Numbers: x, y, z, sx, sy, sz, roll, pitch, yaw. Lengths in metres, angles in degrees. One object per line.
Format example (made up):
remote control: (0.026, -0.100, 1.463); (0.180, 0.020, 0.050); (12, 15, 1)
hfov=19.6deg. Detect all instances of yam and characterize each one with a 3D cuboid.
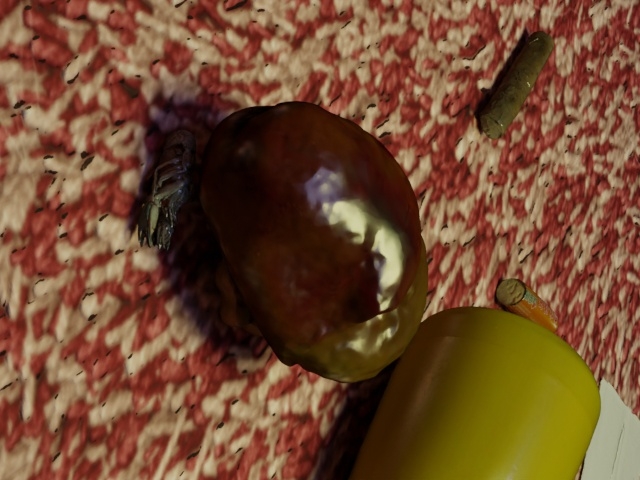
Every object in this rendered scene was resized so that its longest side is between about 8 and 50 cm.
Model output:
yam: (0.186, -0.148, 1.756); (0.145, 0.032, 0.032); (-57, 136, -41)

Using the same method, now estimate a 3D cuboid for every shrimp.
shrimp: (-0.104, -0.031, 1.284); (0.092, 0.029, 0.038); (-69, 152, -21)

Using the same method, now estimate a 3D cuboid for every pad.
pad: (0.306, 0.278, 1.978); (0.156, 0.004, 0.232); (45, 53, -49)

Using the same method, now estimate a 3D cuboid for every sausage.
sausage: (0.204, 0.068, 1.786); (0.107, 0.031, 0.031); (39, 58, -52)

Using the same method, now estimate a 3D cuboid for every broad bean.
broad bean: (0.001, 0.001, 1.324); (0.228, 0.122, 0.156); (60, 44, -22)

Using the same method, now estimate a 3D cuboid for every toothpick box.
toothpick box: (0.107, 0.203, 1.495); (0.271, 0.175, 0.175); (-61, 139, -34)

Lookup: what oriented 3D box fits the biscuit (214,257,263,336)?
biscuit: (-0.018, 0.022, 1.425); (0.184, 0.027, 0.133); (34, 63, -54)
